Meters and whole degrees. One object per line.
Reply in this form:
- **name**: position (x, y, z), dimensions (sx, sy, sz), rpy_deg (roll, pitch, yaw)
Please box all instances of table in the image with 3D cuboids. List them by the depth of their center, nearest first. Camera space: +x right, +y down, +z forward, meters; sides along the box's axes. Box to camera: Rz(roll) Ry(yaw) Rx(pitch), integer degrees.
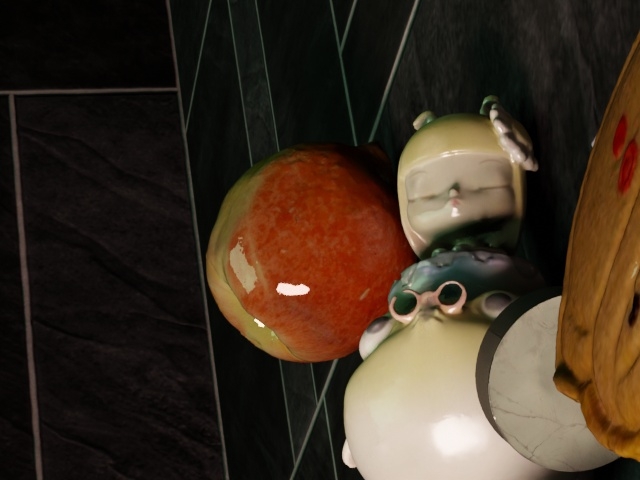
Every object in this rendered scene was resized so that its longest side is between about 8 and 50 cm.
- **table**: position (0.183, 0.101, 1.454), dimensions (0.043, 0.133, 0.133), rpy_deg (-145, 54, -76)

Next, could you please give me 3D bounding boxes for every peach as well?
- **peach**: position (0.000, 0.000, 2.134), dimensions (0.257, 0.232, 0.232), rpy_deg (-51, -3, -21)

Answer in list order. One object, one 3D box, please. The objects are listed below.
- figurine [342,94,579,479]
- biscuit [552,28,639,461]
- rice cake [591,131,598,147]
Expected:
- **figurine**: position (0.130, 0.059, 1.673), dimensions (0.274, 0.226, 0.394), rpy_deg (55, -152, -56)
- **biscuit**: position (0.227, -0.018, 1.189), dimensions (0.381, 0.074, 0.359), rpy_deg (-89, 14, -62)
- **rice cake**: position (0.238, 0.000, 1.398), dimensions (0.226, 0.040, 0.085), rpy_deg (-109, 20, -53)
